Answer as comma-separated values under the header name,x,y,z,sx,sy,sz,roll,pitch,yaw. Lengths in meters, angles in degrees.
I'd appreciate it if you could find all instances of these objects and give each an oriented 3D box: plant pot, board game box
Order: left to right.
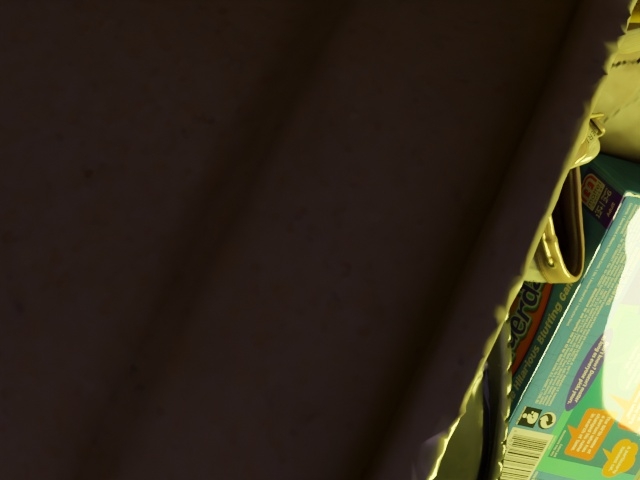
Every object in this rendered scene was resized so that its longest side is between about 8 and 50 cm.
name,x,y,z,sx,sy,sz,roll,pitch,yaw
plant pot,-0.121,-0.003,0.555,0.305,0.334,0.334,26,108,0
board game box,0.175,0.055,0.933,0.210,0.047,0.160,13,112,-32

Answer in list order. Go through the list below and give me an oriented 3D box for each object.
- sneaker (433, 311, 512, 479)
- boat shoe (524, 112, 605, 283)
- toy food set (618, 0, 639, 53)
name,x,y,z,sx,sy,sz,roll,pitch,yaw
sneaker,0.000,0.000,0.782,0.146,0.122,0.331,-7,122,-5
boat shoe,0.094,-0.042,0.821,0.050,0.045,0.135,-48,144,-48
toy food set,0.119,-0.131,0.755,0.132,0.039,0.192,-16,137,33
